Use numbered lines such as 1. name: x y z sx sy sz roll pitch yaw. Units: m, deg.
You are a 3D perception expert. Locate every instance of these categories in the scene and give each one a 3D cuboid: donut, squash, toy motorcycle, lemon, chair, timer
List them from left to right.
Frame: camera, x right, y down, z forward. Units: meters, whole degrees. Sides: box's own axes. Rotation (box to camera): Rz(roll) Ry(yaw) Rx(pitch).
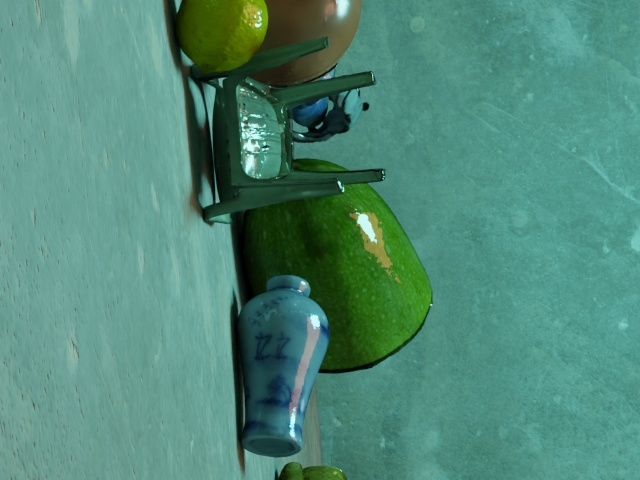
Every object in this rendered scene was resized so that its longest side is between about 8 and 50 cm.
1. lemon: -0.117 -0.261 1.525 0.109 0.109 0.133 -85 -163 -78
2. chair: -0.066 -0.130 1.649 0.190 0.274 0.203 4 82 -64
3. timer: -0.057 -0.322 1.750 0.215 0.229 0.230 105 -19 -76
4. toy motorcycle: -0.031 -0.291 2.239 0.319 0.241 0.182 56 38 -75
5. donut: -0.009 0.506 2.226 0.261 0.128 0.209 -85 170 -69
6. squash: 0.017 0.005 2.051 0.309 0.310 0.310 79 5 -49

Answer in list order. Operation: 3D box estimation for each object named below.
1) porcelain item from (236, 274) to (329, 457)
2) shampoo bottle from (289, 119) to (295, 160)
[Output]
1. porcelain item: -0.059 0.176 1.841 0.141 0.141 0.259 81 14 -59
2. shampoo bottle: -0.091 -0.193 2.437 0.129 0.084 0.323 73 9 -45
